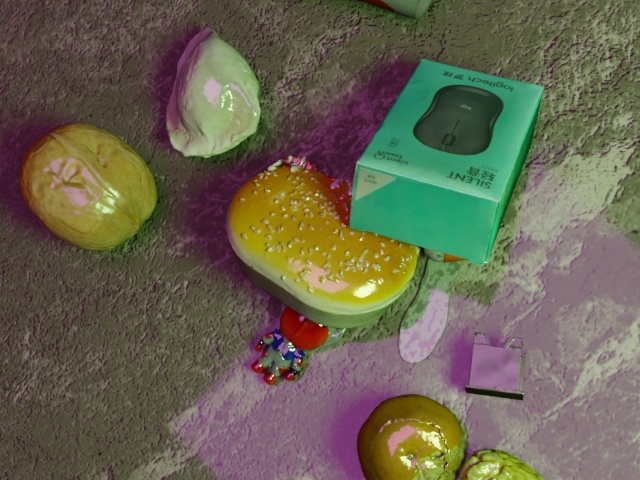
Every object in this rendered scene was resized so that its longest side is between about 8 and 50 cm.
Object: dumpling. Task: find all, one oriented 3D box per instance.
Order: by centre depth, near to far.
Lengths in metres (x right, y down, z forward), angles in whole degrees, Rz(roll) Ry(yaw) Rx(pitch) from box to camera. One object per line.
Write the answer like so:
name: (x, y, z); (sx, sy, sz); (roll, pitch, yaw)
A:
dumpling: (-0.194, -0.242, 1.436); (0.179, 0.131, 0.252); (-41, 59, 24)

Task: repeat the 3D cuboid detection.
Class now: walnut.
walnut: (-0.378, -0.088, 1.409); (0.226, 0.193, 0.193); (33, 86, 7)

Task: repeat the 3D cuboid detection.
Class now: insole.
insole: (0.170, 0.097, 1.333); (0.065, 0.006, 0.193); (17, 81, 16)

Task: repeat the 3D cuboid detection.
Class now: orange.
orange: (0.130, 0.294, 1.237); (0.157, 0.134, 0.156); (1, 100, 8)

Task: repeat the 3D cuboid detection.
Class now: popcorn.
popcorn: (0.248, 0.349, 1.205); (0.106, 0.121, 0.116); (-58, 40, 7)

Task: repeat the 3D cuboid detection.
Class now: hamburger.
hamburger: (0.000, 0.000, 1.282); (0.295, 0.151, 0.227); (33, 49, 13)

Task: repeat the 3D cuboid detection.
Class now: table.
table: (0.258, 0.184, 1.262); (0.083, 0.070, 0.082); (5, 75, 14)

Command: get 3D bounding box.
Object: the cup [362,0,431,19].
cup: (0.055, -0.478, 1.409); (0.289, 0.203, 0.203); (26, 84, 10)

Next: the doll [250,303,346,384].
doll: (-0.029, 0.140, 1.341); (0.104, 0.062, 0.194); (43, 96, 29)

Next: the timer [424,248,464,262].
timer: (0.213, -0.032, 1.304); (0.136, 0.099, 0.136); (-3, 74, 12)

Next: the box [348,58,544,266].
box: (0.188, -0.125, 1.244); (0.205, 0.118, 0.311); (15, 45, 17)
